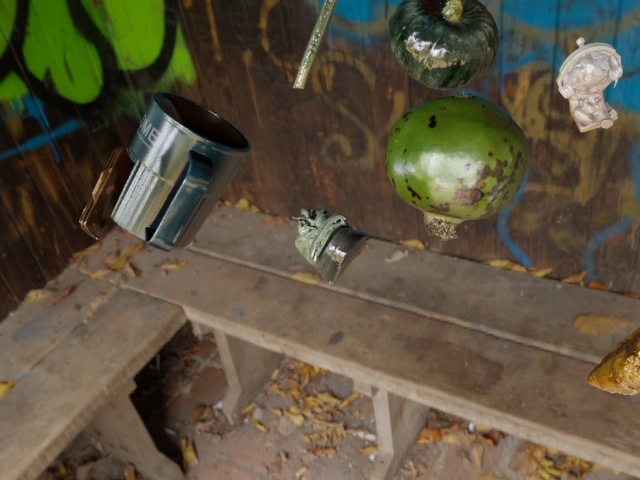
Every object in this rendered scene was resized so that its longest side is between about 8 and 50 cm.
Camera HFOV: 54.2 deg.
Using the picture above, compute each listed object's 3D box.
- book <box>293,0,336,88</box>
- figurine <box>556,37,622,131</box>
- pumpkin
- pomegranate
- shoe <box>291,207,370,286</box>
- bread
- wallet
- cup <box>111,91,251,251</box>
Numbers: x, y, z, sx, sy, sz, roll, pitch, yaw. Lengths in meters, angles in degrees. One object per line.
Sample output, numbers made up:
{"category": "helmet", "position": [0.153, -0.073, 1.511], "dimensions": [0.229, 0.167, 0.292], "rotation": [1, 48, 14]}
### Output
{"category": "book", "position": [0.009, -0.423, 1.177], "dimensions": [0.026, 0.289, 0.201], "rotation": [21, 11, -7]}
{"category": "figurine", "position": [0.703, -0.411, 1.631], "dimensions": [0.163, 0.236, 0.141], "rotation": [-15, 40, 8]}
{"category": "pumpkin", "position": [0.231, -0.381, 1.167], "dimensions": [0.212, 0.152, 0.211], "rotation": [13, 55, -20]}
{"category": "pomegranate", "position": [0.242, -0.132, 1.126], "dimensions": [0.255, 0.270, 0.254], "rotation": [7, 2, 0]}
{"category": "shoe", "position": [0.001, -0.002, 1.150], "dimensions": [0.149, 0.293, 0.109], "rotation": [41, 86, 6]}
{"category": "bread", "position": [0.479, 0.156, 0.884], "dimensions": [0.076, 0.233, 0.105], "rotation": [40, 37, 14]}
{"category": "wallet", "position": [-0.412, -0.094, 1.210], "dimensions": [0.026, 0.095, 0.176], "rotation": [20, 74, 4]}
{"category": "cup", "position": [-0.318, -0.137, 1.434], "dimensions": [0.308, 0.292, 0.242], "rotation": [46, 22, 29]}
